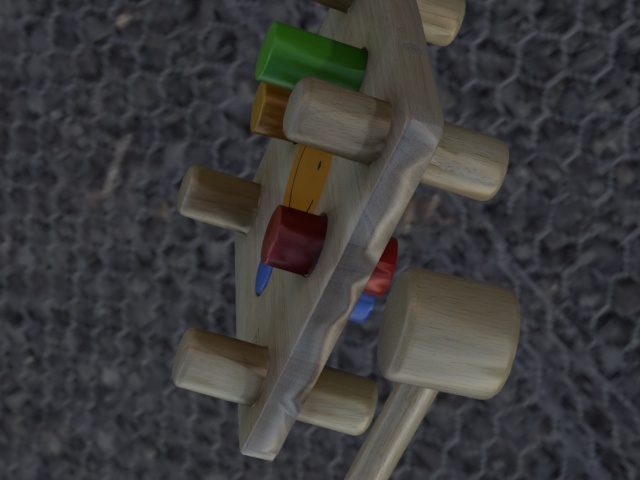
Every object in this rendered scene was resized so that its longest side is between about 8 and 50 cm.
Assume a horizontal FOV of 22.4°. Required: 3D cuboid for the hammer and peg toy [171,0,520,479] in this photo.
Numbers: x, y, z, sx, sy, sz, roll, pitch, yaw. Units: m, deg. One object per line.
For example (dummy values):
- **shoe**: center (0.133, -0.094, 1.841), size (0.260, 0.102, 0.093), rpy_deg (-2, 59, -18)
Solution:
- **hammer and peg toy**: center (0.000, 0.000, 0.952), size (0.127, 0.361, 0.266), rpy_deg (17, 123, -15)
